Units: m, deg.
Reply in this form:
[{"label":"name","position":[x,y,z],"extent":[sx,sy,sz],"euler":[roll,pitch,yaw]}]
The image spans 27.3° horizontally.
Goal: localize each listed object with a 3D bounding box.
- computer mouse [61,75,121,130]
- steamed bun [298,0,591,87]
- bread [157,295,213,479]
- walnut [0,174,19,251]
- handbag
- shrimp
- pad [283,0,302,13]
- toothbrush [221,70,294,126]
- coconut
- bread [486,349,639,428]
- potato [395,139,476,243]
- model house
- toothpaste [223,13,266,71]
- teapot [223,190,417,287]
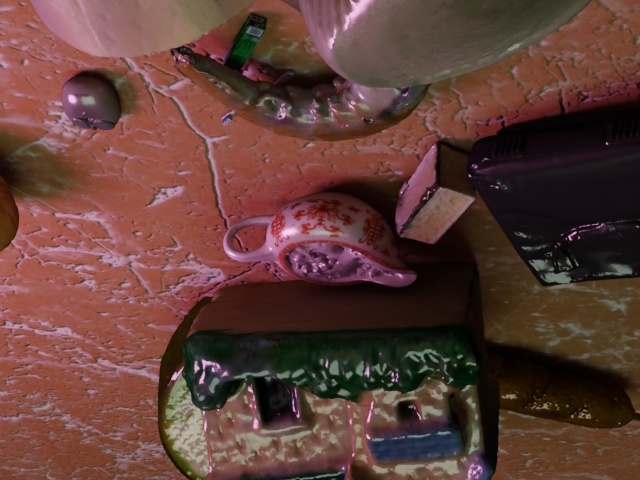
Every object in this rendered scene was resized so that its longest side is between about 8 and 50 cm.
[{"label":"computer mouse","position":[-0.267,-0.153,1.530],"extent":[0.066,0.039,0.096],"euler":[5,150,4]},{"label":"steamed bun","position":[0.131,-0.297,1.006],"extent":[0.236,0.247,0.383],"euler":[-2,148,-26]},{"label":"bread","position":[-0.061,0.227,1.961],"extent":[0.366,0.129,0.382],"euler":[-22,122,9]},{"label":"walnut","position":[-0.478,-0.042,1.659],"extent":[0.206,0.159,0.159],"euler":[23,147,-37]},{"label":"handbag","position":[0.326,-0.045,1.488],"extent":[0.275,0.088,0.244],"euler":[-8,135,34]},{"label":"shrimp","position":[-0.012,-0.169,1.427],"extent":[0.287,0.068,0.185],"euler":[6,152,9]},{"label":"pad","position":[0.058,-0.301,1.238],"extent":[0.220,0.004,0.330],"euler":[27,145,-30]},{"label":"toothbrush","position":[-0.073,-0.163,1.500],"extent":[0.011,0.013,0.131],"euler":[22,144,-33]},{"label":"coconut","position":[-0.157,-0.273,1.119],"extent":[0.239,0.239,0.244],"euler":[0,150,13]},{"label":"bread","position":[0.359,0.235,2.021],"extent":[0.344,0.084,0.124],"euler":[13,172,-11]},{"label":"potato","position":[0.136,-0.054,1.571],"extent":[0.061,0.086,0.122],"euler":[18,142,-13]},{"label":"model house","position":[0.037,0.236,1.701],"extent":[0.382,0.334,0.343],"euler":[-4,105,10]},{"label":"toothpaste","position":[-0.082,-0.212,1.412],"extent":[0.020,0.017,0.083],"euler":[15,150,-18]},{"label":"teapot","position":[0.000,0.000,1.669],"extent":[0.245,0.116,0.159],"euler":[-2,162,10]}]
